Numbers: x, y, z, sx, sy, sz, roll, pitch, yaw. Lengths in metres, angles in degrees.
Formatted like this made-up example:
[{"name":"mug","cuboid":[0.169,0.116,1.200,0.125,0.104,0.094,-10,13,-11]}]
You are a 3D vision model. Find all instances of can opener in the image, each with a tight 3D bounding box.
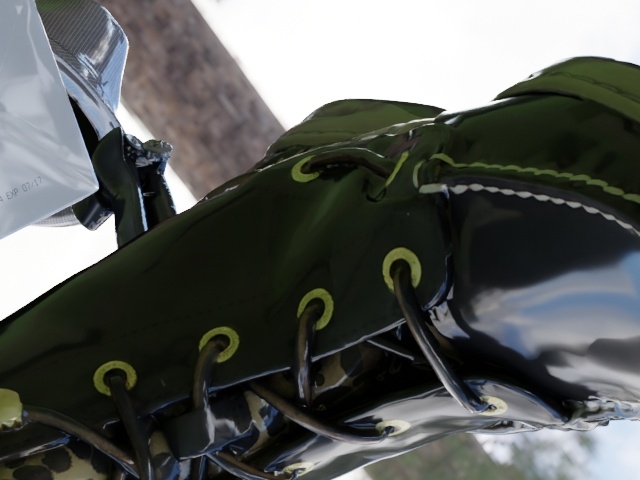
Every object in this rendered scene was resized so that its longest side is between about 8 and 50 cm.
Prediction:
[{"name":"can opener","cuboid":[-0.117,-0.018,1.202,0.073,0.059,0.186,-63,-152,17]}]

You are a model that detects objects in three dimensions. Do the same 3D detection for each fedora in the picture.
[{"name":"fedora","cuboid":[-0.250,-0.131,1.543,0.275,0.244,0.124,-22,-150,45]}]

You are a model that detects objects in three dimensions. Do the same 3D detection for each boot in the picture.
[{"name":"boot","cuboid":[-0.020,0.055,0.654,0.284,0.138,0.377,-32,-161,-19]}]

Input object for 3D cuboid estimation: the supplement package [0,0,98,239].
[{"name":"supplement package","cuboid":[-0.280,-0.056,1.103,0.244,0.134,0.139,-7,-163,40]}]
